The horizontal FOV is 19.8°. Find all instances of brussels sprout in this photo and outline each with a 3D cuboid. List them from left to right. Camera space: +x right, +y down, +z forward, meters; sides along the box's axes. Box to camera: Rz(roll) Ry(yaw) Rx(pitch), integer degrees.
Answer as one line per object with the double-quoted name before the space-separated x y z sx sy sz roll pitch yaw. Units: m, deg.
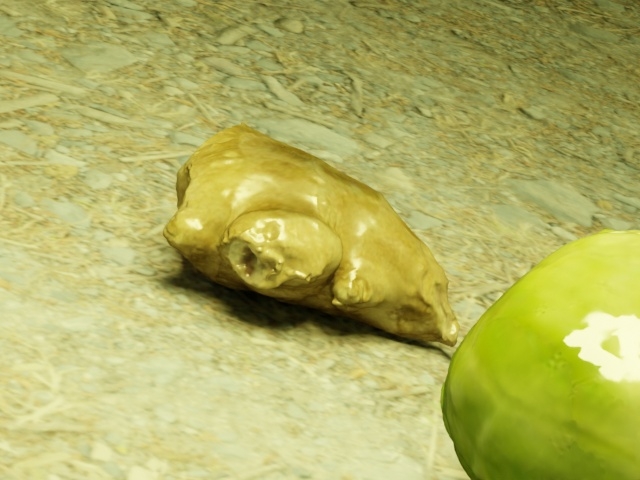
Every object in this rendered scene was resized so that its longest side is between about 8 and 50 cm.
"brussels sprout" 0.236 0.128 1.252 0.328 0.247 0.328 23 31 -15

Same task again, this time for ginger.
"ginger" 0.000 0.000 1.532 0.270 0.123 0.219 23 20 16
